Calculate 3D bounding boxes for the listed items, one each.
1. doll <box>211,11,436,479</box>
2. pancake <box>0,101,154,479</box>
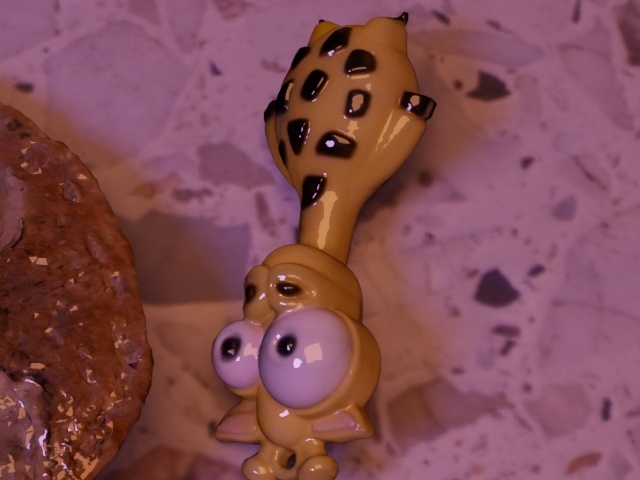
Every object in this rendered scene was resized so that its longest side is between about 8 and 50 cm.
[{"bbox_3d":[0.000,-0.001,0.990,0.117,0.086,0.291,-5,65,39],"label":"doll"},{"bbox_3d":[-0.280,0.055,0.940,0.387,0.082,0.387,-1,59,1],"label":"pancake"}]
